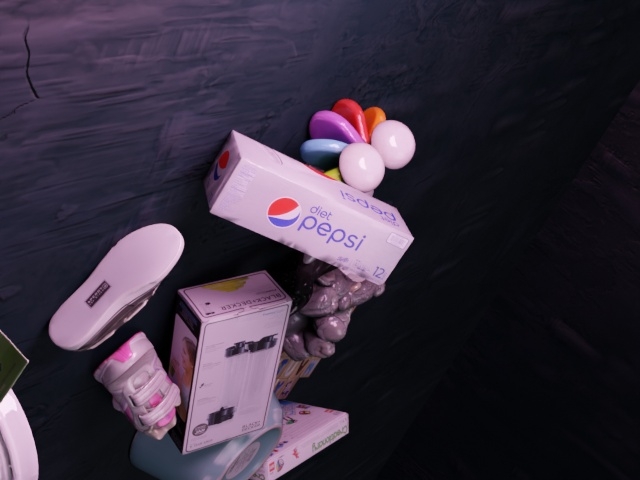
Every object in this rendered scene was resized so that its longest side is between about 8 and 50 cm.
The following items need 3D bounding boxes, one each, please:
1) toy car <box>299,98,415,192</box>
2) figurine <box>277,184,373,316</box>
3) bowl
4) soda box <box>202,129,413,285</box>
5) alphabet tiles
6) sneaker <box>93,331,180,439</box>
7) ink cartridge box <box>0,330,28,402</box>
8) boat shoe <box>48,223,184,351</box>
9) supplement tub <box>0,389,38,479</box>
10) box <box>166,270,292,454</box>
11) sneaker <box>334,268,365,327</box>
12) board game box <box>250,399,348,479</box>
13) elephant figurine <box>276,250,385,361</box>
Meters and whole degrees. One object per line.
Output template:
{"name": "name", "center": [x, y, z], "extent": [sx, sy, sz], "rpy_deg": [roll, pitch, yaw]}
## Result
{"name": "toy car", "center": [0.040, -0.143, 1.529], "extent": [0.182, 0.136, 0.159], "rpy_deg": [-38, -167, -35]}
{"name": "figurine", "center": [0.000, 0.000, 1.652], "extent": [0.209, 0.092, 0.215], "rpy_deg": [-59, 172, -48]}
{"name": "bowl", "center": [-0.187, 0.360, 1.890], "extent": [0.311, 0.163, 0.311], "rpy_deg": [-42, 158, -21]}
{"name": "soda box", "center": [-0.017, -0.043, 1.401], "extent": [0.286, 0.098, 0.091], "rpy_deg": [24, 111, -24]}
{"name": "alphabet tiles", "center": [-0.017, 0.199, 2.134], "extent": [0.343, 0.011, 0.285], "rpy_deg": [-57, 158, 6]}
{"name": "sneaker", "center": [-0.270, 0.232, 1.564], "extent": [0.103, 0.111, 0.252], "rpy_deg": [-43, 158, -18]}
{"name": "ink cartridge box", "center": [-0.383, 0.088, 0.943], "extent": [0.109, 0.209, 0.062], "rpy_deg": [-54, 160, 10]}
{"name": "boat shoe", "center": [-0.266, 0.064, 1.345], "extent": [0.219, 0.078, 0.070], "rpy_deg": [-41, 159, 0]}
{"name": "supplement tub", "center": [-0.478, 0.254, 0.996], "extent": [0.331, 0.241, 0.241], "rpy_deg": [-28, 151, -45]}
{"name": "box", "center": [-0.158, 0.200, 1.650], "extent": [0.169, 0.087, 0.290], "rpy_deg": [-13, 131, -32]}
{"name": "sneaker", "center": [0.029, 0.141, 1.961], "extent": [0.262, 0.121, 0.099], "rpy_deg": [-26, 138, -37]}
{"name": "board game box", "center": [-0.100, 0.421, 2.139], "extent": [0.305, 0.193, 0.053], "rpy_deg": [-18, 109, -54]}
{"name": "elephant figurine", "center": [-0.009, 0.100, 1.837], "extent": [0.169, 0.186, 0.239], "rpy_deg": [-22, -158, 27]}
